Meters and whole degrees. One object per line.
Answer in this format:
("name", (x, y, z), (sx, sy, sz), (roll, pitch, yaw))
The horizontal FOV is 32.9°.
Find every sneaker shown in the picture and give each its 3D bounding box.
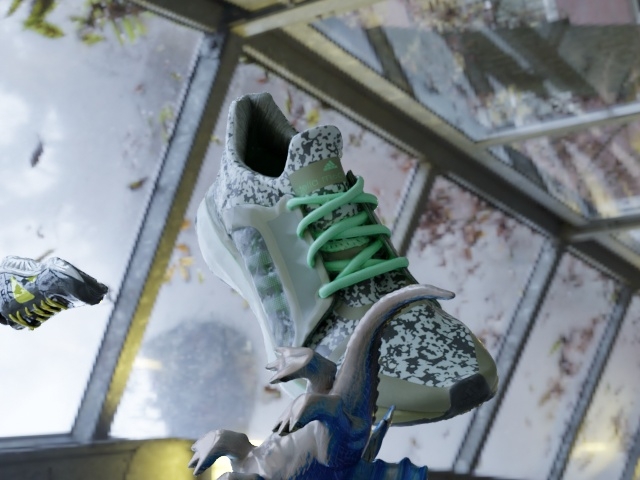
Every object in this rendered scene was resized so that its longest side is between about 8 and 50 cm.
("sneaker", (0.000, 0.000, 0.922), (0.158, 0.410, 0.182), (-20, -52, -25))
("sneaker", (-0.134, 0.029, 0.528), (0.031, 0.083, 0.035), (38, -114, -37))

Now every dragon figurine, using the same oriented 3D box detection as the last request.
("dragon figurine", (0.013, 0.146, 0.713), (0.144, 0.289, 0.085), (34, -167, -26))
